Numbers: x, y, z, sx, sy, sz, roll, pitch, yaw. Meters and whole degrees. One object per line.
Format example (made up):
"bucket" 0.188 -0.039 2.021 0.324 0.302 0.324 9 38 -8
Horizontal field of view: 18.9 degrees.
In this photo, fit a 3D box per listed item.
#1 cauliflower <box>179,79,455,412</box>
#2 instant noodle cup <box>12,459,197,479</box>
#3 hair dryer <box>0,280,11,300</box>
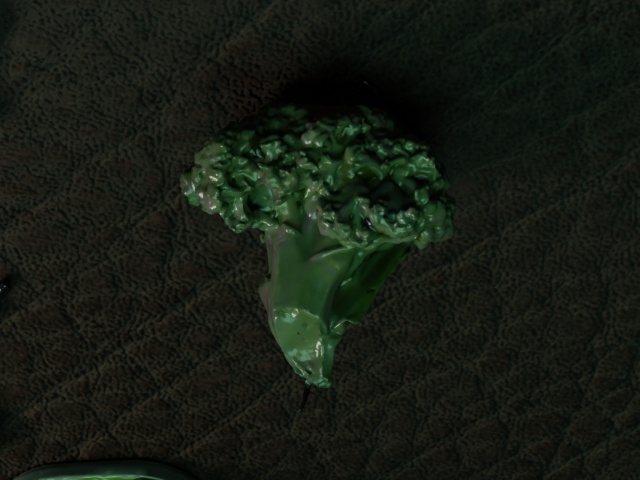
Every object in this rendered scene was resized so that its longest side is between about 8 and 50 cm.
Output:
"cauliflower" 0.000 0.000 1.793 0.256 0.315 0.239 2 156 19
"instant noodle cup" -0.246 0.440 2.116 0.293 0.308 0.294 2 128 2
"hair dryer" -0.387 0.140 2.049 0.195 0.078 0.248 35 116 -24
